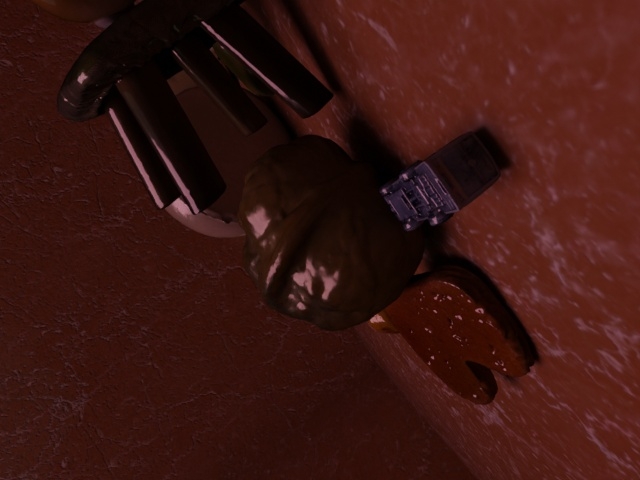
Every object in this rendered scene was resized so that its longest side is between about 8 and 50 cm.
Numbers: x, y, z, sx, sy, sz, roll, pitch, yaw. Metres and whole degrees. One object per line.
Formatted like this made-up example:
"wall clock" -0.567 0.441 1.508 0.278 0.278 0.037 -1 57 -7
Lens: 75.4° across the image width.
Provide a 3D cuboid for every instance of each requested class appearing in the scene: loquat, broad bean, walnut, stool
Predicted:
"loquat" 0.176 0.184 1.056 0.137 0.113 0.137 32 174 4
"broad bean" -0.145 -0.351 0.794 0.175 0.082 0.124 55 171 7
"walnut" 0.007 -0.007 0.655 0.282 0.253 0.277 63 153 29
"stool" -0.183 -0.218 0.619 0.310 0.310 0.226 10 142 56

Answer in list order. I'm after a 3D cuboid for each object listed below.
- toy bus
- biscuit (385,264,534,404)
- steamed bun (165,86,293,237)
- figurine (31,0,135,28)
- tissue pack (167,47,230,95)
"toy bus" 0.118 -0.056 0.447 0.064 0.075 0.190 56 174 0
"biscuit" 0.230 0.158 0.669 0.262 0.052 0.277 47 157 3
"steamed bun" -0.246 -0.185 1.034 0.375 0.374 0.241 56 153 -5
"figurine" -0.261 -0.397 0.540 0.167 0.284 0.342 61 169 -30
"tissue pack" -0.415 -0.410 1.304 0.205 0.331 0.405 53 174 28
